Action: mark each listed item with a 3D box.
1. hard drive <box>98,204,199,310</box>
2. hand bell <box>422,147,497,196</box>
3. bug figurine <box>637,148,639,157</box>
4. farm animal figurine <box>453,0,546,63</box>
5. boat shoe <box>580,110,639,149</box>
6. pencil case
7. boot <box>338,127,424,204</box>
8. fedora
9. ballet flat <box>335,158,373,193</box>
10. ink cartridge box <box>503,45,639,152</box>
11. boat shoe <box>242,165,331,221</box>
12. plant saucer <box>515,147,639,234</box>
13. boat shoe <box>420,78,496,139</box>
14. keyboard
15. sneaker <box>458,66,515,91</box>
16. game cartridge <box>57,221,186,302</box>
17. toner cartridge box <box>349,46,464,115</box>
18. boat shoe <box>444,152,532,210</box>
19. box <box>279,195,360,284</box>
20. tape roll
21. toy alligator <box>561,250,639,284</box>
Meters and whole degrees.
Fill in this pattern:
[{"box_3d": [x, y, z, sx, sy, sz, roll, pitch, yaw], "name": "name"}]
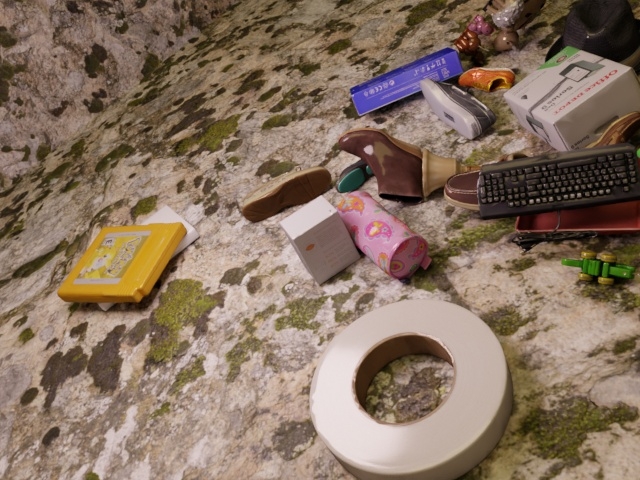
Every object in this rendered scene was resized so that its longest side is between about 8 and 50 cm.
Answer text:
[{"box_3d": [-0.570, 0.045, 1.901, 0.353, 0.047, 0.233, -41, 40, -14], "name": "hard drive"}, {"box_3d": [0.386, -0.176, 1.550, 0.242, 0.126, 0.126, 0, 45, 15], "name": "hand bell"}, {"box_3d": [0.809, -0.216, 1.326, 0.216, 0.072, 0.279, 12, 47, 21], "name": "bug figurine"}, {"box_3d": [0.593, -0.696, 1.919, 0.330, 0.172, 0.327, -52, 3, -27], "name": "farm animal figurine"}, {"box_3d": [0.651, -0.211, 1.359, 0.178, 0.064, 0.060, -41, 48, 9], "name": "boat shoe"}, {"box_3d": [0.147, -0.016, 1.490, 0.124, 0.124, 0.284, -35, 40, -8], "name": "pencil case"}, {"box_3d": [0.162, -0.200, 1.638, 0.249, 0.090, 0.206, 11, 49, -3], "name": "boot"}, {"box_3d": [0.775, -0.578, 1.703, 0.334, 0.152, 0.334, -17, 40, 15], "name": "fedora"}, {"box_3d": [0.112, -0.202, 1.750, 0.203, 0.074, 0.074, -34, 38, -17], "name": "ballet flat"}, {"box_3d": [0.615, -0.343, 1.491, 0.211, 0.121, 0.289, -37, 26, 10], "name": "ink cartridge box"}, {"box_3d": [-0.106, -0.154, 1.798, 0.285, 0.104, 0.089, -22, 42, 9], "name": "boat shoe"}, {"box_3d": [0.589, -0.099, 1.368, 0.259, 0.047, 0.258, -1, 46, 31], "name": "plant saucer"}, {"box_3d": [0.397, -0.401, 1.771, 0.102, 0.108, 0.301, -31, 41, -3], "name": "boat shoe"}, {"box_3d": [0.493, -0.083, 1.270, 0.317, 0.033, 0.201, -8, 87, 21], "name": "keyboard"}, {"box_3d": [0.493, -0.480, 1.838, 0.175, 0.064, 0.067, 6, 62, 40], "name": "sneaker"}, {"box_3d": [-0.589, 0.062, 1.816, 0.324, 0.052, 0.285, -4, 45, 29], "name": "game cartridge"}, {"box_3d": [0.268, -0.511, 1.957, 0.348, 0.075, 0.165, -21, 18, 9], "name": "toner cartridge box"}, {"box_3d": [0.438, -0.148, 1.376, 0.342, 0.123, 0.123, 2, 47, 32], "name": "boat shoe"}, {"box_3d": [0.000, 0.000, 1.510, 0.130, 0.170, 0.091, -33, 39, -7], "name": "box"}, {"box_3d": [0.168, 0.281, 1.181, 0.392, 0.072, 0.392, -16, 41, 15], "name": "tape roll"}, {"box_3d": [0.576, 0.056, 1.204, 0.190, 0.056, 0.051, 11, 12, 39], "name": "toy alligator"}]
